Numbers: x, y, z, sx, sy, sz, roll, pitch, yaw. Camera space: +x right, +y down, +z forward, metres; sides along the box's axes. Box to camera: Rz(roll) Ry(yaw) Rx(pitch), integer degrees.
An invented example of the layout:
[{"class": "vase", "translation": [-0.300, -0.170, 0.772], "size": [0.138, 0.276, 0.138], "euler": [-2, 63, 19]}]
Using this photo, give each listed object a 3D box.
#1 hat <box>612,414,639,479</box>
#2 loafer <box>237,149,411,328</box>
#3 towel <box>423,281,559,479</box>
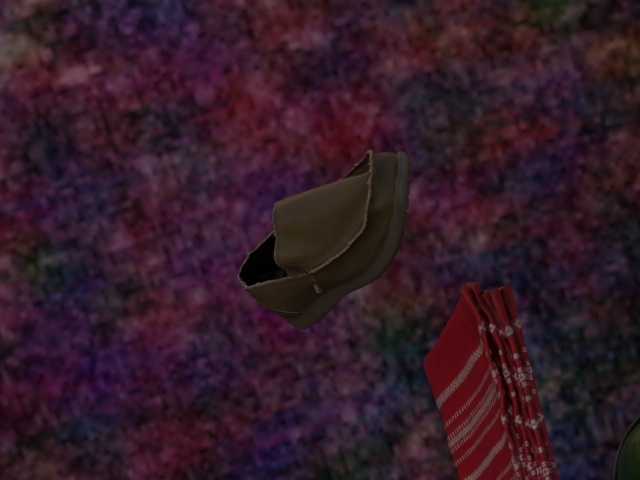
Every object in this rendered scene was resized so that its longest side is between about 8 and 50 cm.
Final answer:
[{"class": "hat", "translation": [0.302, 0.212, 1.630], "size": [0.208, 0.183, 0.173], "euler": [-38, 51, 39]}, {"class": "loafer", "translation": [0.000, 0.000, 1.480], "size": [0.087, 0.251, 0.094], "euler": [18, 52, -18]}, {"class": "towel", "translation": [0.120, 0.179, 1.101], "size": [0.031, 0.274, 0.199], "euler": [-10, -18, -9]}]
